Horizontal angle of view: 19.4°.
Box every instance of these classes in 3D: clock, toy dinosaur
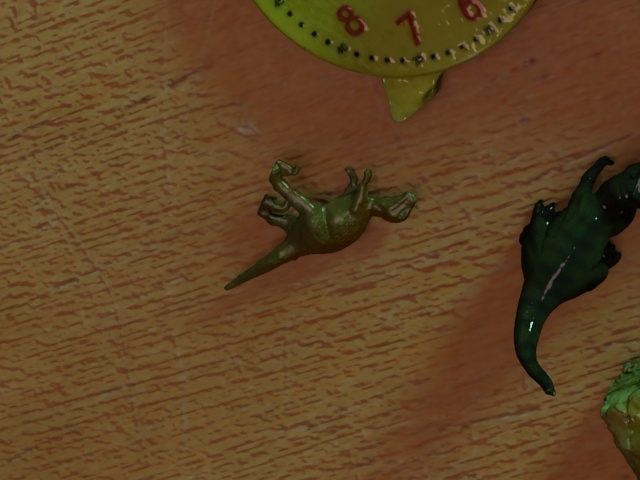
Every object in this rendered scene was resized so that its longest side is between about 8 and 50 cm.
[{"bbox_3d":[0.055,-0.258,1.469,0.293,0.071,0.277,45,116,-2],"label":"clock"},{"bbox_3d":[0.201,0.006,1.463,0.087,0.179,0.187,33,114,2],"label":"toy dinosaur"},{"bbox_3d":[0.000,0.000,1.603,0.126,0.039,0.162,25,117,6],"label":"toy dinosaur"}]

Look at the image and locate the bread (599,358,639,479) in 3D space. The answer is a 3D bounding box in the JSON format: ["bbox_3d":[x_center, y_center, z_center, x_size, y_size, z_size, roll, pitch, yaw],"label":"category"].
[{"bbox_3d":[0.340,0.143,1.514,0.196,0.102,0.138,-19,106,22],"label":"bread"}]
